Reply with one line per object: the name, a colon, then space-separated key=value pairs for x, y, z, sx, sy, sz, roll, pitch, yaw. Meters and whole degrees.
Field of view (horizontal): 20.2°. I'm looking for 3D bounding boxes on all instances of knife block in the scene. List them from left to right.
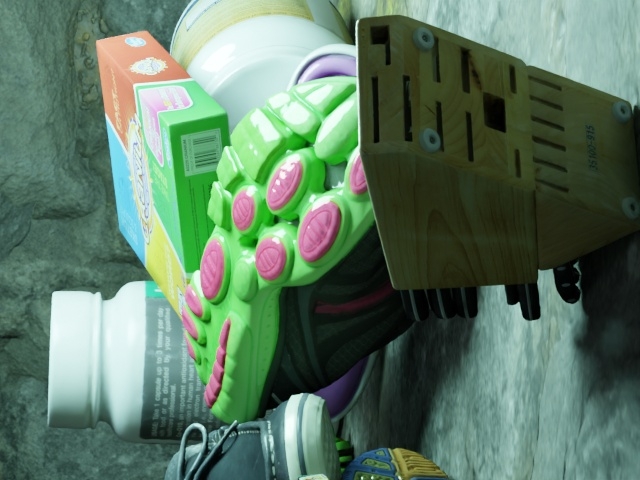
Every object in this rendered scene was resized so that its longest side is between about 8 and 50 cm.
knife block: x=0.071 y=-0.023 z=1.136 sx=0.242 sy=0.275 sz=0.088 roll=-28 pitch=56 yaw=46

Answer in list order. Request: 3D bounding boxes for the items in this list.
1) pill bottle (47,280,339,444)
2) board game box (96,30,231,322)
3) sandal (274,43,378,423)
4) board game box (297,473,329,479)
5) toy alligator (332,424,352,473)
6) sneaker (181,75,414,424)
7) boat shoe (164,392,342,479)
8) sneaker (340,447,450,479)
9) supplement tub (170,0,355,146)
pill bottle: x=-0.159 y=0.155 z=2.260 sx=0.204 sy=0.361 sz=0.204 roll=-178 pitch=90 yaw=-82
board game box: x=-0.164 y=-0.069 z=1.954 sx=0.316 sy=0.064 sz=0.242 roll=-134 pitch=35 yaw=-61
sandal: x=-0.015 y=-0.001 z=1.910 sx=0.102 sy=0.169 sz=0.416 roll=-33 pitch=-52 yaw=-76
board game box: x=0.021 y=0.332 z=1.460 sx=0.136 sy=0.030 sz=0.260 roll=-143 pitch=44 yaw=-73
toy alligator: x=0.013 y=0.299 z=2.133 sx=0.051 sy=0.056 sz=0.190 roll=7 pitch=97 yaw=41
sneaker: x=0.007 y=0.001 z=1.698 sx=0.185 sy=0.202 sz=0.483 roll=66 pitch=152 yaw=23
boat shoe: x=-0.069 y=0.267 z=1.756 sx=0.500 sy=0.156 sz=0.187 roll=125 pitch=139 yaw=-72
sneaker: x=0.067 y=0.304 z=1.508 sx=0.296 sy=0.111 sz=0.131 roll=-98 pitch=12 yaw=-54
supplement tub: x=-0.058 y=-0.173 z=2.102 sx=0.316 sy=0.228 sz=0.228 roll=-105 pitch=19 yaw=-66
